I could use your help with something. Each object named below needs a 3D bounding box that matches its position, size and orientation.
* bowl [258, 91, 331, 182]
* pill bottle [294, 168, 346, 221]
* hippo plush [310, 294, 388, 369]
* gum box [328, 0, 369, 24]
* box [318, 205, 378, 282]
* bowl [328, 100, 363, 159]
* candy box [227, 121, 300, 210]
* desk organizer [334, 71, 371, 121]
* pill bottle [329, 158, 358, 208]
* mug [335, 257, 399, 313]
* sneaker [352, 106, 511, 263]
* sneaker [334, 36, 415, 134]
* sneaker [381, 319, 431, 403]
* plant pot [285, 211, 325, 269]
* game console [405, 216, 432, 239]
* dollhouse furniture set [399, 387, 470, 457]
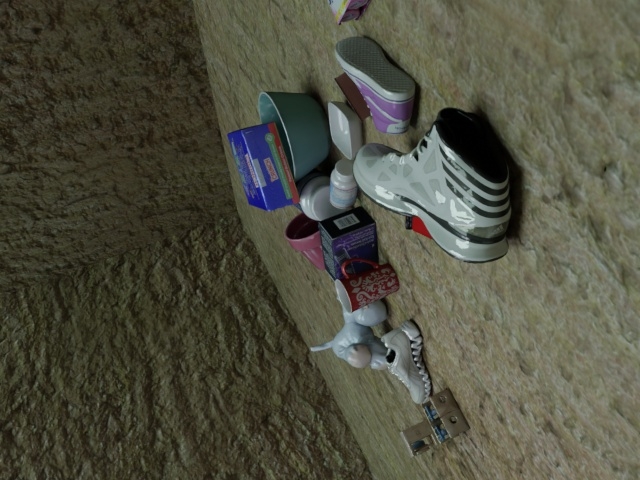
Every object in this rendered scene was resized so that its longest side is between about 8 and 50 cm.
[{"bbox_3d":[-0.072,-0.352,2.016,0.311,0.163,0.312,159,90,-75],"label":"bowl"},{"bbox_3d":[-0.013,-0.154,2.094,0.264,0.153,0.153,-138,31,-62],"label":"pill bottle"},{"bbox_3d":[0.155,0.297,2.111,0.294,0.234,0.237,7,86,58],"label":"hippo plush"},{"bbox_3d":[0.065,-0.577,1.391,0.188,0.062,0.107,149,100,-76],"label":"gum box"},{"bbox_3d":[0.091,0.020,1.953,0.108,0.153,0.207,-127,20,-47],"label":"box"},{"bbox_3d":[0.075,-0.316,1.740,0.142,0.053,0.142,-126,20,-47],"label":"bowl"},{"bbox_3d":[-0.196,-0.246,2.050,0.317,0.122,0.268,-153,45,-72],"label":"candy box"},{"bbox_3d":[0.094,-0.375,1.588,0.130,0.050,0.047,56,-158,-9],"label":"desk organizer"},{"bbox_3d":[0.072,-0.172,1.881,0.160,0.087,0.087,94,152,-58],"label":"pill bottle"},{"bbox_3d":[0.142,0.127,1.870,0.113,0.169,0.150,-125,21,-47],"label":"mug"},{"bbox_3d":[0.225,-0.169,1.250,0.447,0.169,0.258,42,142,46],"label":"sneaker"},{"bbox_3d":[0.118,-0.350,1.444,0.161,0.102,0.282,82,161,-51],"label":"sneaker"},{"bbox_3d":[0.260,0.386,1.906,0.110,0.118,0.292,36,146,63],"label":"sneaker"},{"bbox_3d":[0.000,0.000,2.219,0.180,0.201,0.201,60,172,-30],"label":"plant pot"},{"bbox_3d":[0.249,-0.090,1.489,0.144,0.085,0.124,86,-170,-47],"label":"game console"},{"bbox_3d":[0.307,0.533,1.793,0.129,0.183,0.129,99,147,-63],"label":"dollhouse furniture set"}]
